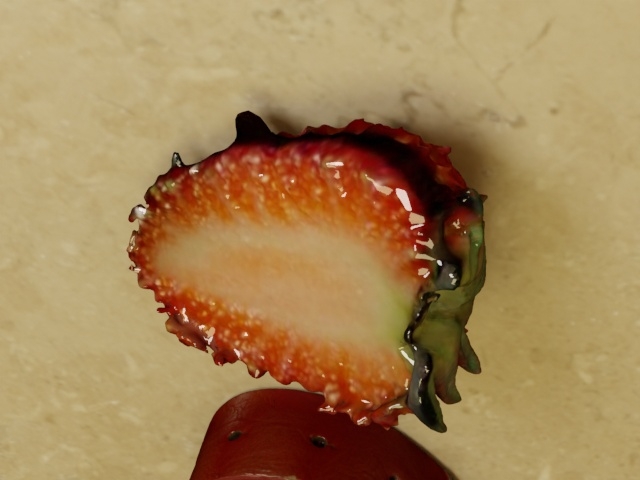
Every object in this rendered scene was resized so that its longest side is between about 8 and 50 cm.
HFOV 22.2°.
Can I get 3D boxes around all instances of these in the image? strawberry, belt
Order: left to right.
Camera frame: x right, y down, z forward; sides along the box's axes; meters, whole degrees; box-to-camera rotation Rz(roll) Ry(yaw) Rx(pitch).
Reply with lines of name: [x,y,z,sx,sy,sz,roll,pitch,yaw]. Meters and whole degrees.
strawberry: [0.000,0.000,1.255,0.306,0.137,0.233,20,119,32]
belt: [0.017,0.277,1.493,0.227,0.115,0.324,-30,116,37]
